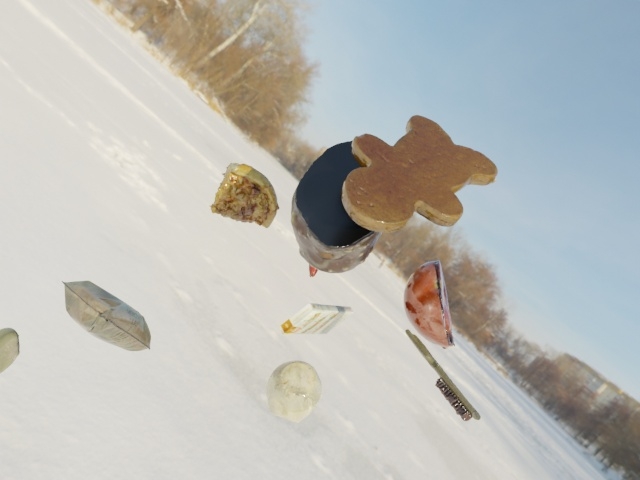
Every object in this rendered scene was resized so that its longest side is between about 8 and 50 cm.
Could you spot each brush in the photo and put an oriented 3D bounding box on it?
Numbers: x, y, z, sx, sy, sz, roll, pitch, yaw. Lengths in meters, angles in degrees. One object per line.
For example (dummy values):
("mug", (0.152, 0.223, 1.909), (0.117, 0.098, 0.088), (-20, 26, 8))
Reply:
("brush", (0.243, 0.278, 1.016), (0.043, 0.036, 0.248), (52, 1, -40))

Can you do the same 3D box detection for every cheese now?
("cheese", (-0.688, 0.259, 0.976), (0.038, 0.097, 0.192), (15, 25, 2))

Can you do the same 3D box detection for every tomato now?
("tomato", (0.276, 0.172, 1.251), (0.228, 0.112, 0.199), (-81, 153, -45))

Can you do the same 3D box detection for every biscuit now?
("biscuit", (0.191, -0.134, 1.047), (0.283, 0.432, 0.064), (40, -41, 13))

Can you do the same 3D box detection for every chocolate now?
("chocolate", (0.059, -0.065, 1.184), (0.225, 0.340, 0.210), (23, -33, 11))

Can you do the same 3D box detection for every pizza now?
("pizza", (-0.261, -0.131, 1.653), (0.335, 0.226, 0.086), (69, -3, -56))

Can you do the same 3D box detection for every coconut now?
("coconut", (-0.079, 0.436, 1.393), (0.161, 0.161, 0.162), (45, -40, 27))

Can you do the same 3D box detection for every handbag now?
("handbag", (-0.540, 0.194, 1.229), (0.183, 0.117, 0.270), (35, -19, 20))

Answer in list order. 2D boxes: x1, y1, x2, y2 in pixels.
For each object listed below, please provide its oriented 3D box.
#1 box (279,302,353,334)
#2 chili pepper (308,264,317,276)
("box", (-0.007, 0.225, 1.375), (0.220, 0.122, 0.032), (16, 39, -56))
("chili pepper", (0.000, 0.000, 1.690), (0.063, 0.272, 0.071), (-1, -31, 24))
